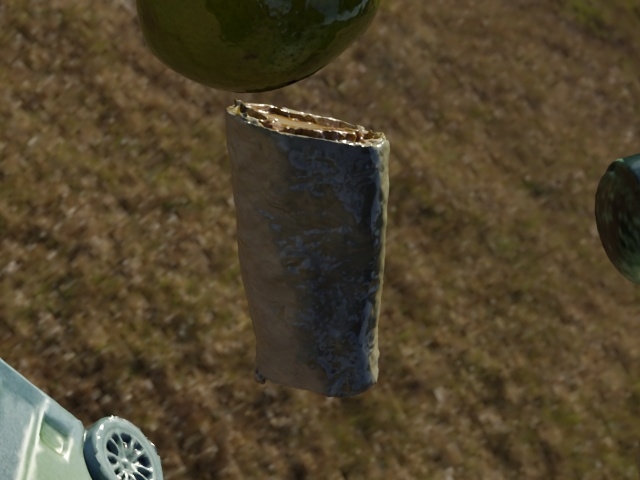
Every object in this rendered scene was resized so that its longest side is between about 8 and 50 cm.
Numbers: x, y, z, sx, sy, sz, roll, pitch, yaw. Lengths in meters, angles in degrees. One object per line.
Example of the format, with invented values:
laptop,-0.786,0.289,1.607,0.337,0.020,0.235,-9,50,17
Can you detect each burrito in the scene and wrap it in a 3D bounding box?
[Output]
burrito,-0.004,0.001,1.322,0.143,0.299,0.105,-18,35,-22

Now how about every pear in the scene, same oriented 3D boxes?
pear,-0.020,-0.182,1.021,0.216,0.180,0.166,-2,88,-5

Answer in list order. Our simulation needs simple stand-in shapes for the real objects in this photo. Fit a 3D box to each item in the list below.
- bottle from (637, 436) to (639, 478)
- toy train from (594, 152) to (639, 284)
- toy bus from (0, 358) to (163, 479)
bottle,0.231,0.093,0.795,0.233,0.110,0.110,71,4,-68
toy train,0.270,-0.049,0.602,0.304,0.221,0.150,-15,84,-8
toy bus,-0.210,0.141,0.734,0.312,0.152,0.190,44,27,-27
